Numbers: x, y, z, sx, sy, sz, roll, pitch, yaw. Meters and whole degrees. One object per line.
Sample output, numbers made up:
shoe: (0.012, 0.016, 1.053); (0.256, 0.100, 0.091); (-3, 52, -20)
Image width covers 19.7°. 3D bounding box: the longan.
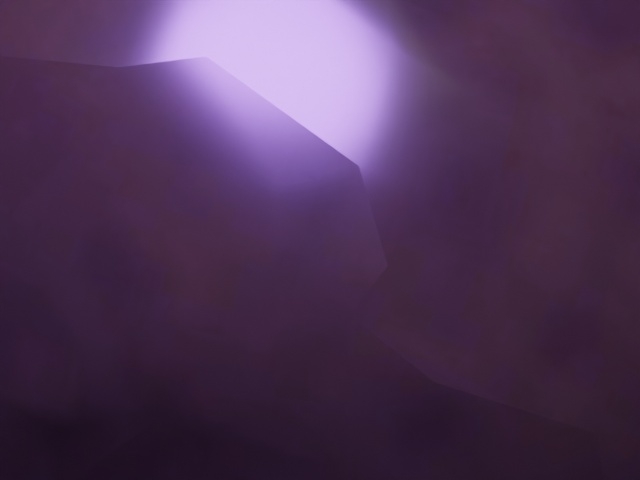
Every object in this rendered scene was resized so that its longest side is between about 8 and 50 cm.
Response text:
longan: (0.000, 0.000, 0.610); (0.404, 0.336, 0.404); (10, 27, -5)
